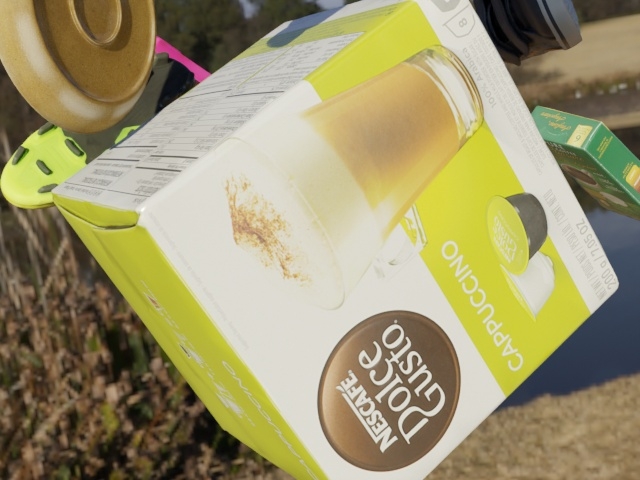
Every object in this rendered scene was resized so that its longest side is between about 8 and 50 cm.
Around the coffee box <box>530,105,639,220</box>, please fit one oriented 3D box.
[{"bbox_3d":[0.327,-0.083,1.165,0.184,0.040,0.113,35,-2,-31],"label":"coffee box"}]

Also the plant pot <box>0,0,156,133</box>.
[{"bbox_3d":[-0.220,-0.219,0.947,0.032,0.236,0.236,-3,10,25],"label":"plant pot"}]

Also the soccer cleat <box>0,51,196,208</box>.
[{"bbox_3d":[-0.250,-0.110,1.170,0.289,0.093,0.121,-46,-7,-37],"label":"soccer cleat"}]

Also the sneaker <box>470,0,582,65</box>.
[{"bbox_3d":[0.264,-0.291,1.306,0.127,0.126,0.321,-19,3,16],"label":"sneaker"}]

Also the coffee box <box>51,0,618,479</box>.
[{"bbox_3d":[0.000,0.000,0.964,0.334,0.337,0.338,-40,20,-18],"label":"coffee box"}]

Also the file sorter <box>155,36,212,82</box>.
[{"bbox_3d":[-0.228,-0.180,1.530,0.291,0.182,0.202,30,2,-42],"label":"file sorter"}]
